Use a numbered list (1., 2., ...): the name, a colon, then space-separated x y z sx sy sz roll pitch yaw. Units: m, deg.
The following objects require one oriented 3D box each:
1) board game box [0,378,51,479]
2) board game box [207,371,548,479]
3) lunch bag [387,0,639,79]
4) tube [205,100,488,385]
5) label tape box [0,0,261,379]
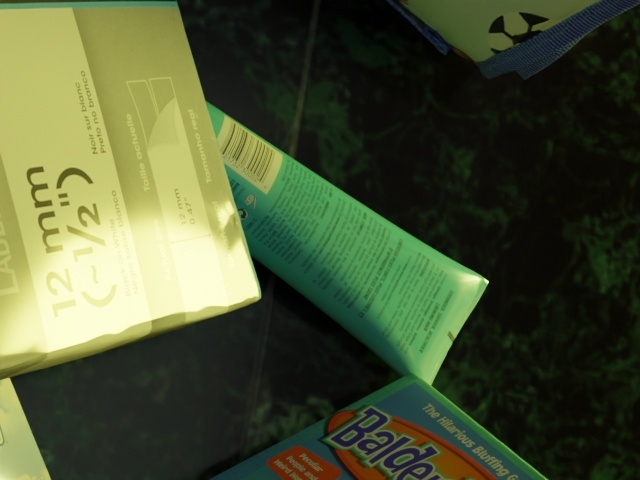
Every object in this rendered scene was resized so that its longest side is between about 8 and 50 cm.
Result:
1. board game box: -0.182 0.158 0.862 0.160 0.039 0.211 -24 91 -60
2. board game box: 0.010 0.163 0.917 0.210 0.160 0.047 -26 126 -23
3. lunch bag: 0.115 -0.313 0.946 0.328 0.239 0.385 41 105 -20
4. tube: 0.000 0.000 0.996 0.207 0.052 0.080 36 77 -18
5. label tape box: -0.194 -0.053 0.804 0.348 0.115 0.249 -13 87 -58
